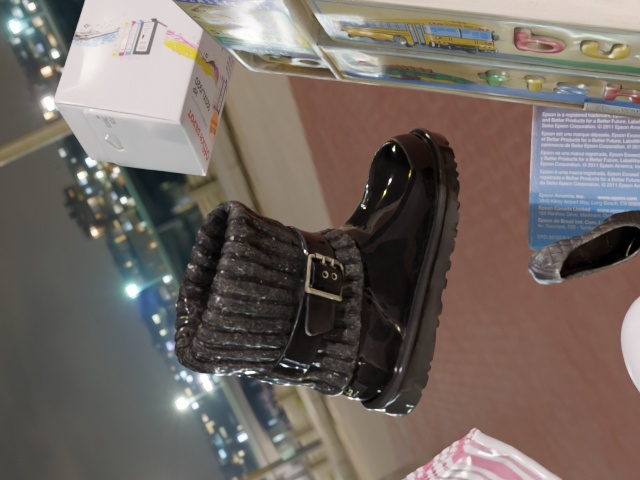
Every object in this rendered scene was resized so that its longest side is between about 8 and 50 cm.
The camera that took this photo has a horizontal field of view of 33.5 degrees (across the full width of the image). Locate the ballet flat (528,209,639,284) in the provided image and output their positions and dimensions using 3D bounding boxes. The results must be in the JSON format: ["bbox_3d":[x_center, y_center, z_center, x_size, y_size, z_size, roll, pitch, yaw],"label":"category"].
[{"bbox_3d":[0.294,0.012,1.105,0.049,0.173,0.057,32,137,57],"label":"ballet flat"}]

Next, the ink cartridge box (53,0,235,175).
[{"bbox_3d":[-0.218,-0.228,1.397,0.171,0.168,0.232,74,-154,-69],"label":"ink cartridge box"}]

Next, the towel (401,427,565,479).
[{"bbox_3d":[0.136,0.246,0.930,0.144,0.197,0.029,30,-138,-12],"label":"towel"}]

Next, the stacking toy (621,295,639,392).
[{"bbox_3d":[0.447,0.161,0.771,0.480,0.350,0.350,31,160,18],"label":"stacking toy"}]

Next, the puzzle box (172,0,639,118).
[{"bbox_3d":[0.104,-0.164,0.828,0.272,0.409,0.052,26,-107,-77],"label":"puzzle box"}]

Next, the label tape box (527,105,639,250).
[{"bbox_3d":[0.398,-0.159,1.360,0.115,0.249,0.347,-23,-65,-75],"label":"label tape box"}]

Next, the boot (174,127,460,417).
[{"bbox_3d":[0.002,-0.001,1.120,0.131,0.260,0.348,-41,34,57],"label":"boot"}]
